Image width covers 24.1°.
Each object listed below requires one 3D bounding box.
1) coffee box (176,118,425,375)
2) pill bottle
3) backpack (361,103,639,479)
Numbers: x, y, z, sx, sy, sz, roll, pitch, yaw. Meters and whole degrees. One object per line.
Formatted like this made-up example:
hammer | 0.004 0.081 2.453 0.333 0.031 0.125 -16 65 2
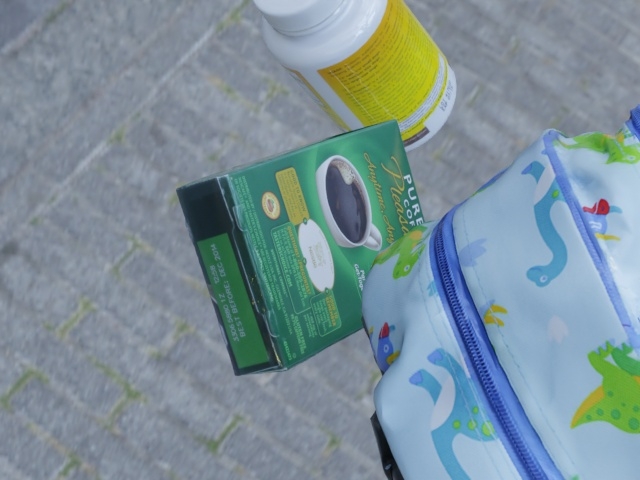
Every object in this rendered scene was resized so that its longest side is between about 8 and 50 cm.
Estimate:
coffee box | 0.000 0.000 0.867 0.184 0.040 0.113 -25 100 -55
pill bottle | 0.027 -0.171 1.308 0.117 0.215 0.117 -14 57 24
backpack | 0.173 0.089 0.660 0.356 0.273 0.290 22 41 -28
